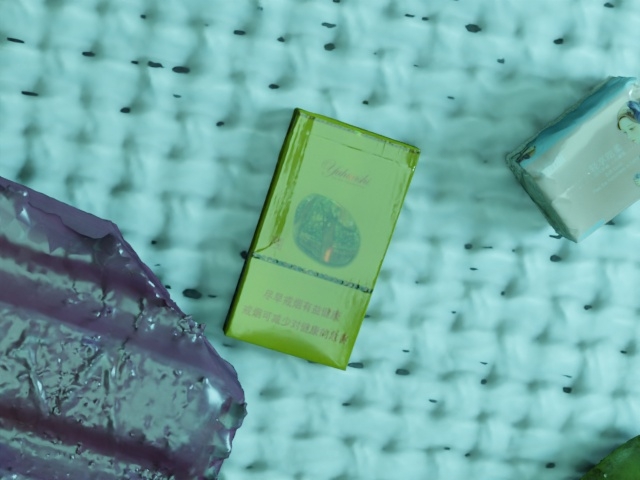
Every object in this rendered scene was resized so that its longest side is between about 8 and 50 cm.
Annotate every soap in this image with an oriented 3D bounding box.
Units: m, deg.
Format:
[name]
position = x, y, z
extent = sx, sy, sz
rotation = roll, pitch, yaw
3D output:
[soap]
position = -0.207, 0.070, 0.788
extent = 0.324, 0.127, 0.220
rotation = 22, 85, -12

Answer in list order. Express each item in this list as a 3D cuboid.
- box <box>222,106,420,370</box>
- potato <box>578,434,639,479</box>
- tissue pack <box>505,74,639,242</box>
[box]
position = 0.000, 0.000, 0.870
extent = 0.086, 0.023, 0.155
rotation = 18, 97, -7
[potato]
position = 0.203, 0.209, 0.901
extent = 0.105, 0.085, 0.188
rotation = 37, 89, -14
[tissue pack]
position = 0.176, -0.052, 0.864
extent = 0.094, 0.059, 0.074
rotation = -38, 104, 1
